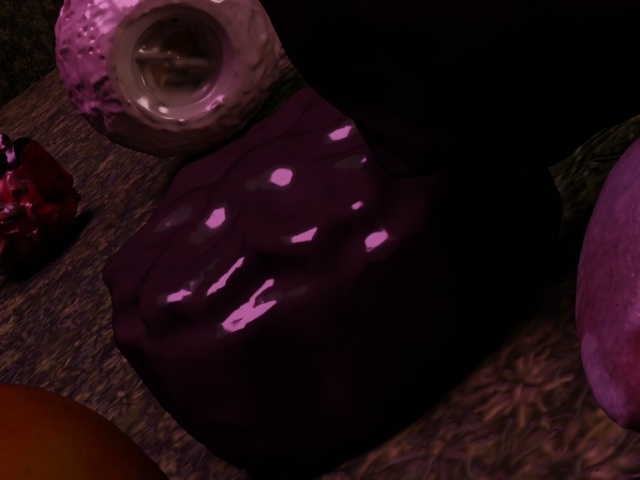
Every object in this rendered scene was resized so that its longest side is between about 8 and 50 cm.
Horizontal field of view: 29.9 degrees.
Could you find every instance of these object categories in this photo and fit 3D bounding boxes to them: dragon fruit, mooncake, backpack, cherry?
[{"bbox_3d":[-0.399,-0.042,1.529,0.172,0.160,0.167,-34,62,26],"label":"dragon fruit"},{"bbox_3d":[0.000,0.000,0.733,0.283,0.141,0.283,-32,22,15],"label":"mooncake"},{"bbox_3d":[0.175,-0.202,0.613,0.445,0.255,0.363,-21,28,7],"label":"backpack"},{"bbox_3d":[0.172,0.012,0.433,0.148,0.115,0.188,-27,18,-28],"label":"cherry"}]

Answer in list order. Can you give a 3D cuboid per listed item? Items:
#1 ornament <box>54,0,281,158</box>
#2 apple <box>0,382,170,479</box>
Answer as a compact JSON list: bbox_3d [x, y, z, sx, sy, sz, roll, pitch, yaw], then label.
[{"bbox_3d":[-0.173,-0.226,1.368,0.259,0.259,0.225,-39,24,2],"label":"ornament"},{"bbox_3d":[-0.166,0.174,0.546,0.207,0.237,0.237,-32,12,-37],"label":"apple"}]
